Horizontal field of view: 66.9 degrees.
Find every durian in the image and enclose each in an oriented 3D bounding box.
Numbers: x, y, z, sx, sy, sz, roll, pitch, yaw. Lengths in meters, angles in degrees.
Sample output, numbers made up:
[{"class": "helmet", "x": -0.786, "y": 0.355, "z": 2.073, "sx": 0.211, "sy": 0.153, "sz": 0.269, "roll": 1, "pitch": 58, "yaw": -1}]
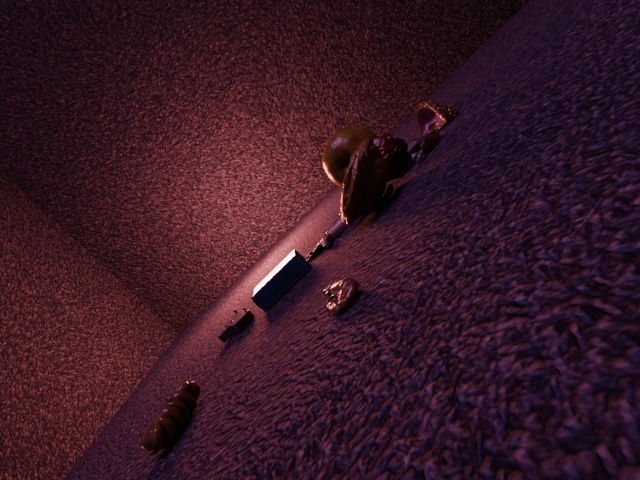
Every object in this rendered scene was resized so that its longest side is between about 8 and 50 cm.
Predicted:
[{"class": "durian", "x": 0.474, "y": -0.503, "z": 1.998, "sx": 0.182, "sy": 0.165, "sz": 0.132, "roll": 68, "pitch": -156, "yaw": -75}]

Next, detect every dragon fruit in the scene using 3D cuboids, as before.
[{"class": "dragon fruit", "x": 0.254, "y": -0.319, "z": 1.850, "sx": 0.182, "sy": 0.182, "sz": 0.188, "roll": -38, "pitch": 54, "yaw": 40}]

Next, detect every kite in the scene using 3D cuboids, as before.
[{"class": "kite", "x": 0.001, "y": 0.001, "z": 1.945, "sx": 0.250, "sy": 0.012, "sz": 0.229, "roll": -52, "pitch": 2, "yaw": -6}]

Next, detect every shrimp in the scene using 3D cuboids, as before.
[{"class": "shrimp", "x": 0.040, "y": 0.131, "z": 1.116, "sx": 0.099, "sy": 0.041, "sz": 0.180, "roll": -61, "pitch": 13, "yaw": -11}]

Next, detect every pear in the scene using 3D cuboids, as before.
[{"class": "pear", "x": 0.162, "y": -0.417, "z": 2.388, "sx": 0.304, "sy": 0.304, "sz": 0.304, "roll": -44, "pitch": 8, "yaw": 8}]

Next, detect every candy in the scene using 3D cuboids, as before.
[{"class": "candy", "x": 0.390, "y": -0.349, "z": 1.757, "sx": 0.182, "sy": 0.046, "sz": 0.053, "roll": -46, "pitch": 9, "yaw": -23}]

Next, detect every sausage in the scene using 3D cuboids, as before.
[{"class": "sausage", "x": 0.224, "y": -0.150, "z": 1.637, "sx": 0.025, "sy": 0.028, "sz": 0.198, "roll": 6, "pitch": 27, "yaw": 15}]

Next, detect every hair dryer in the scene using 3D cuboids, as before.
[{"class": "hair dryer", "x": 0.097, "y": -0.079, "z": 1.910, "sx": 0.155, "sy": 0.044, "sz": 0.183, "roll": -43, "pitch": 3, "yaw": 4}]

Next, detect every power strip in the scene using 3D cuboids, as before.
[{"class": "power strip", "x": -0.346, "y": 0.335, "z": 1.913, "sx": 0.145, "sy": 0.061, "sz": 0.216, "roll": -47, "pitch": 7, "yaw": -22}]

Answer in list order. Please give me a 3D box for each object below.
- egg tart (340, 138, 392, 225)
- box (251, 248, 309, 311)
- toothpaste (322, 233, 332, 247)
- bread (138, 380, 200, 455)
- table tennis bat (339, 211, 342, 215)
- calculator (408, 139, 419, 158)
[{"class": "egg tart", "x": 0.157, "y": -0.187, "z": 1.642, "sx": 0.319, "sy": 0.128, "sz": 0.318, "roll": 16, "pitch": -90, "yaw": -81}, {"class": "box", "x": -0.149, "y": 0.147, "z": 1.809, "sx": 0.232, "sy": 0.083, "sz": 0.142, "roll": -43, "pitch": 9, "yaw": 3}, {"class": "toothpaste", "x": 0.028, "y": 0.001, "z": 1.851, "sx": 0.049, "sy": 0.031, "sz": 0.204, "roll": -48, "pitch": 4, "yaw": 12}, {"class": "bread", "x": -0.418, "y": 0.499, "z": 1.355, "sx": 0.134, "sy": 0.081, "sz": 0.225, "roll": -46, "pitch": 8, "yaw": 30}, {"class": "table tennis bat", "x": 0.118, "y": -0.144, "z": 2.196, "sx": 0.098, "sy": 0.019, "sz": 0.154, "roll": -42, "pitch": 6, "yaw": 13}, {"class": "calculator", "x": 0.331, "y": -0.332, "z": 2.000, "sx": 0.210, "sy": 0.039, "sz": 0.121, "roll": -47, "pitch": 7, "yaw": -12}]
